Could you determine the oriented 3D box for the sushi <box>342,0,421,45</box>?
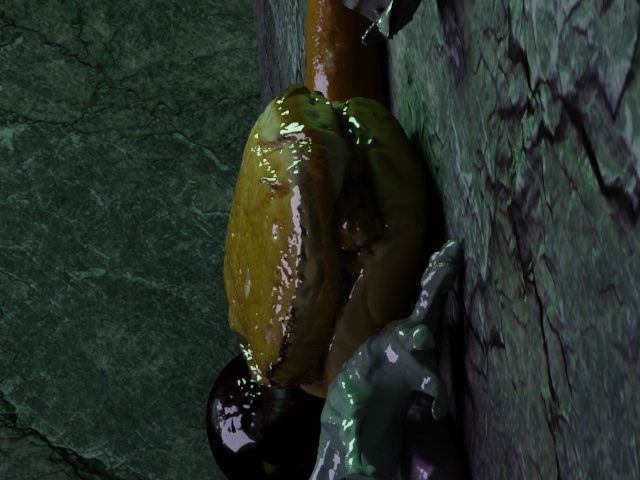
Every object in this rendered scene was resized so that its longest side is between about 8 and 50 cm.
[{"bbox_3d":[0.060,-0.295,1.507,0.134,0.109,0.273,101,151,-54],"label":"sushi"}]

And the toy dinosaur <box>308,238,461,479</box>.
[{"bbox_3d":[0.032,0.186,1.501,0.393,0.092,0.205,-57,22,33],"label":"toy dinosaur"}]

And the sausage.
[{"bbox_3d":[0.027,-0.186,1.880,0.098,0.098,0.238,131,137,-82],"label":"sausage"}]

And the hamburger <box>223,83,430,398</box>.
[{"bbox_3d":[-0.002,0.001,1.681,0.304,0.174,0.284,-102,27,-66],"label":"hamburger"}]

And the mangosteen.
[{"bbox_3d":[-0.028,0.250,2.272,0.265,0.228,0.228,27,-131,-48],"label":"mangosteen"}]

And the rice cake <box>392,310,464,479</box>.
[{"bbox_3d":[0.082,0.153,1.665,0.399,0.064,0.070,-105,24,-64],"label":"rice cake"}]
